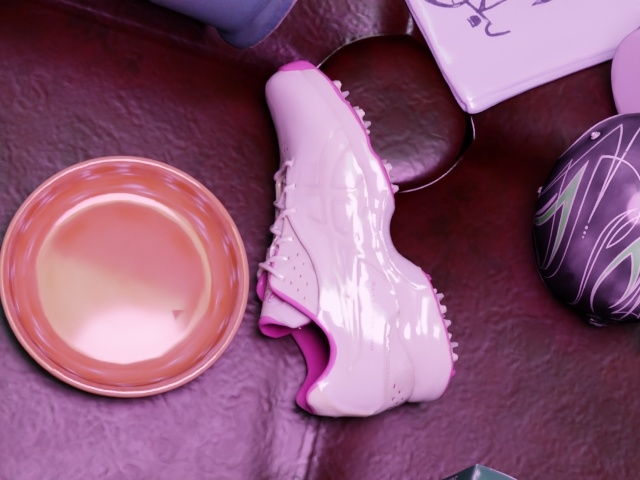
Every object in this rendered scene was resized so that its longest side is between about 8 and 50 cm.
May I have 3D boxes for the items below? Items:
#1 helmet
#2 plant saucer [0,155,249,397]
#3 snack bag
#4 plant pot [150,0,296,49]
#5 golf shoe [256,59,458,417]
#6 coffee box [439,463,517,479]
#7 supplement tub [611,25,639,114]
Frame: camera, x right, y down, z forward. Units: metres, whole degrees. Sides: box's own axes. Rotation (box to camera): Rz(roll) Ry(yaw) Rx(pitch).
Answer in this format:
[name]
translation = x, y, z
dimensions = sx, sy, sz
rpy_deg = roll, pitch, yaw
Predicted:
[helmet]
translation = 0.262, -0.017, 1.218
dimensions = 0.169, 0.161, 0.169
rpy_deg = 4, 73, -13
[plant saucer]
translation = -0.158, 0.031, 1.170
dimensions = 0.200, 0.037, 0.200
rpy_deg = 4, 73, -13
[snack bag]
translation = 0.193, -0.307, 1.359
dimensions = 0.323, 0.037, 0.342
rpy_deg = -21, 79, -19
[plant pot]
translation = -0.171, -0.353, 1.091
dimensions = 0.334, 0.341, 0.341
rpy_deg = 13, 70, -21
[golf shoe]
translation = 0.000, 0.000, 1.180
dimensions = 0.140, 0.115, 0.306
rpy_deg = -19, 77, -15
[coffee box]
translation = 0.095, 0.269, 1.118
dimensions = 0.040, 0.113, 0.184
rpy_deg = 22, 68, -5
[supplement tub]
translation = 0.415, -0.168, 1.286
dimensions = 0.272, 0.191, 0.191
rpy_deg = -30, 82, -20
